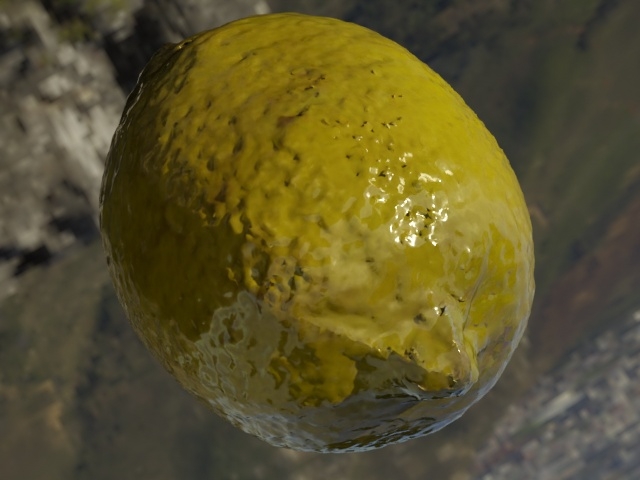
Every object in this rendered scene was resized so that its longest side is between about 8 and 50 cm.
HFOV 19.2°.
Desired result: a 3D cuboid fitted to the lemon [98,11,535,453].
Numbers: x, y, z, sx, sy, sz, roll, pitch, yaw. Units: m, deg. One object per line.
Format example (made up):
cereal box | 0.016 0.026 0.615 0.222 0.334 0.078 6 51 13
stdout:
lemon | 0.000 0.000 0.379 0.082 0.110 0.082 -19 133 -22
